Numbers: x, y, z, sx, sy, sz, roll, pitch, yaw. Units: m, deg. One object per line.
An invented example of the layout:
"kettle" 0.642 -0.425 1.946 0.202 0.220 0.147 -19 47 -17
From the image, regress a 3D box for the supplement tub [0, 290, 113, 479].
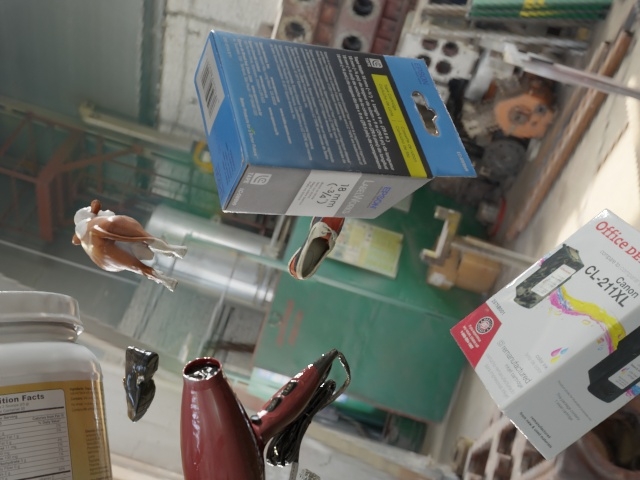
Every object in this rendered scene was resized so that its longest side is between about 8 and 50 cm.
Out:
"supplement tub" -0.323 0.224 0.766 0.228 0.228 0.316 108 152 -74

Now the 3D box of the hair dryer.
"hair dryer" -0.067 0.193 0.809 0.293 0.080 0.223 48 -129 -57

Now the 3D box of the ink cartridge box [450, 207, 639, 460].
"ink cartridge box" 0.211 0.071 0.634 0.175 0.072 0.127 -40 24 8

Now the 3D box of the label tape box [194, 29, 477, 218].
"label tape box" 0.015 -0.152 1.063 0.106 0.334 0.240 -58 39 47

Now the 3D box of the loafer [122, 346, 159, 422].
"loafer" -0.369 0.288 1.561 0.062 0.061 0.170 -31 -41 -63

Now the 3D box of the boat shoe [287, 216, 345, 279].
"boat shoe" 0.000 0.000 1.167 0.137 0.049 0.043 -56 20 -8

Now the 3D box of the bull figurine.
"bull figurine" -0.347 0.007 1.374 0.101 0.188 0.310 -65 18 -2
